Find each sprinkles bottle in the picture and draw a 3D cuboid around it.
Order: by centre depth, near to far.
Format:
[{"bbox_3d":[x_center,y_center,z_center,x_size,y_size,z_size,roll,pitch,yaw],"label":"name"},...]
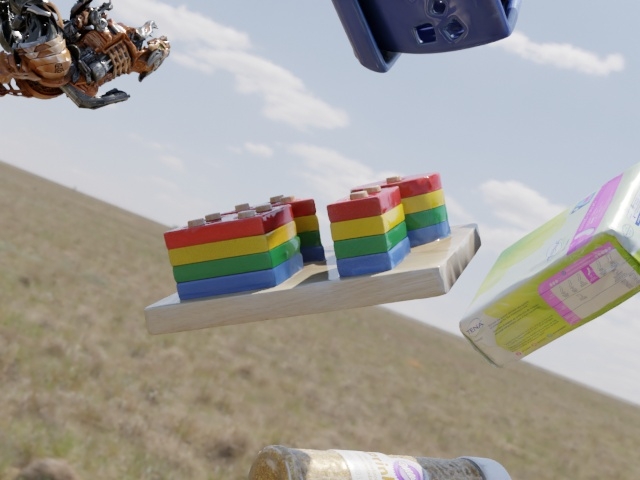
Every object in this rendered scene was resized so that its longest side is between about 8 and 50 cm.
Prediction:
[{"bbox_3d":[0.084,0.334,1.306,0.356,0.121,0.121,10,3,-30],"label":"sprinkles bottle"}]

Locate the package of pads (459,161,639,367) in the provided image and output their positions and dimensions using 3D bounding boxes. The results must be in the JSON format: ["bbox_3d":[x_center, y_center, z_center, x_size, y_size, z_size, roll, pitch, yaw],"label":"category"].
[{"bbox_3d":[0.345,0.038,1.405,0.101,0.229,0.296,47,-48,-4],"label":"package of pads"}]

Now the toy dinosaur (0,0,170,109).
[{"bbox_3d":[-0.359,-0.264,1.319,0.164,0.218,0.322,-33,-14,35],"label":"toy dinosaur"}]

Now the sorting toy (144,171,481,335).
[{"bbox_3d":[0.000,0.000,0.927,0.257,0.089,0.255,-9,6,16],"label":"sorting toy"}]

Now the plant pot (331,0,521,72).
[{"bbox_3d":[0.128,-0.366,1.355,0.212,0.235,0.236,-19,18,22],"label":"plant pot"}]
